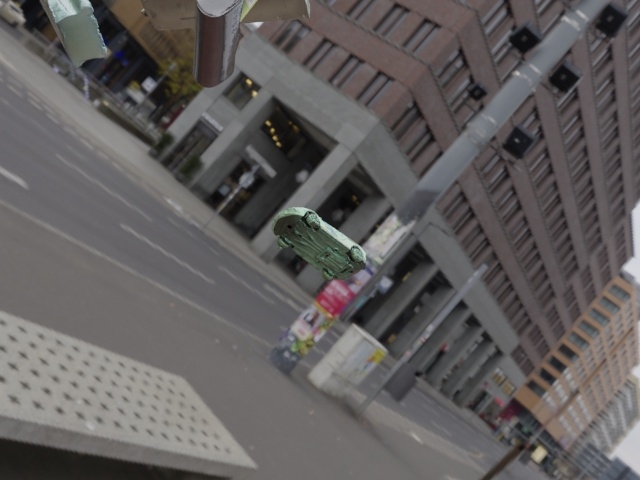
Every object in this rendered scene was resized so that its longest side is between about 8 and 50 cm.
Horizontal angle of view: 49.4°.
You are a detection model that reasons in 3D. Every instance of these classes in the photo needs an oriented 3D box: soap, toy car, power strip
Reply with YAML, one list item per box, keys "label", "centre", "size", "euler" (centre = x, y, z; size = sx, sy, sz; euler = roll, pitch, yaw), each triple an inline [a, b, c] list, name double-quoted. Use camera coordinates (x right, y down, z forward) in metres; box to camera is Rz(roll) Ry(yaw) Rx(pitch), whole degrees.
- label: "soap"
  centre: [-0.419, -0.387, 1.126]
  size: [0.198, 0.063, 0.115]
  euler: [55, -18, 28]
- label: "toy car"
  centre: [0.000, 0.000, 1.190]
  size: [0.186, 0.093, 0.058]
  euler: [37, 40, -25]
- label: "power strip"
  centre: [-0.186, -0.489, 1.420]
  size: [0.367, 0.043, 0.106]
  euler: [-2, -23, 7]

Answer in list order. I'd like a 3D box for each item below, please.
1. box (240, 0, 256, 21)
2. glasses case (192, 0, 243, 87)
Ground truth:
- label: "box"
  centre: [-0.187, -0.516, 1.176]
  size: [0.260, 0.175, 0.062]
  euler: [38, 0, 12]
- label: "glasses case"
  centre: [-0.163, -0.316, 1.102]
  size: [0.042, 0.072, 0.191]
  euler: [53, -22, 11]
